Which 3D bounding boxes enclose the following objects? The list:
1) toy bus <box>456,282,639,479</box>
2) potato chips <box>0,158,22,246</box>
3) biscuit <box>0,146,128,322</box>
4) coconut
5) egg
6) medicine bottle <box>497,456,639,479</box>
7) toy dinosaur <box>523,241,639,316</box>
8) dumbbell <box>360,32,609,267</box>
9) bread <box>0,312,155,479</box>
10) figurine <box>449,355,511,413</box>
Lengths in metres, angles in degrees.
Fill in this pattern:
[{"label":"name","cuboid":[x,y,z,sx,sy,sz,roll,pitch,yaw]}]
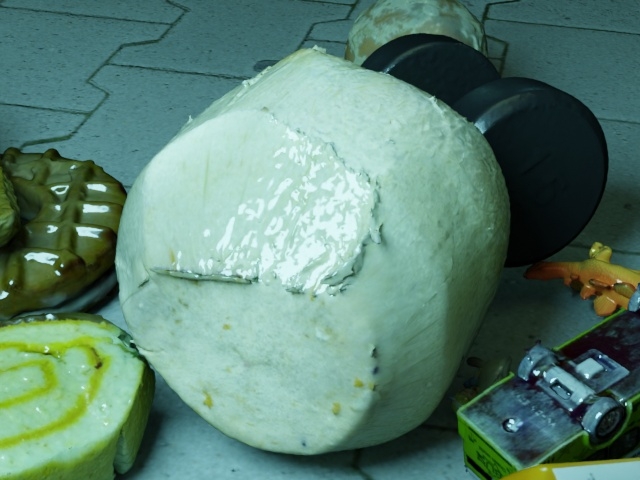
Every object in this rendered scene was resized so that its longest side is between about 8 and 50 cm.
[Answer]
[{"label":"toy bus","cuboid":[0.268,0.145,1.010,0.302,0.139,0.113,-25,40,-23]},{"label":"potato chips","cuboid":[-0.385,-0.093,1.220,0.057,0.080,0.407,-26,40,-11]},{"label":"biscuit","cuboid":[-0.369,-0.001,1.239,0.332,0.103,0.332,1,33,0]},{"label":"coconut","cuboid":[0.000,0.000,1.041,0.346,0.346,0.360,13,36,17]},{"label":"egg","cuboid":[0.135,-0.252,1.556,0.203,0.203,0.245,-8,13,-14]},{"label":"medicine bottle","cuboid":[0.171,0.233,0.807,0.222,0.149,0.112,-1,57,-19]},{"label":"toy dinosaur","cuboid":[0.364,0.062,1.199,0.288,0.070,0.117,8,31,5]},{"label":"dumbbell","cuboid":[0.172,-0.116,1.303,0.204,0.203,0.322,-9,24,-16]},{"label":"bread","cuboid":[-0.259,0.164,0.973,0.257,0.124,0.186,-19,44,-30]},{"label":"figurine","cuboid":[0.157,0.149,1.085,0.051,0.047,0.083,1,37,29]}]
